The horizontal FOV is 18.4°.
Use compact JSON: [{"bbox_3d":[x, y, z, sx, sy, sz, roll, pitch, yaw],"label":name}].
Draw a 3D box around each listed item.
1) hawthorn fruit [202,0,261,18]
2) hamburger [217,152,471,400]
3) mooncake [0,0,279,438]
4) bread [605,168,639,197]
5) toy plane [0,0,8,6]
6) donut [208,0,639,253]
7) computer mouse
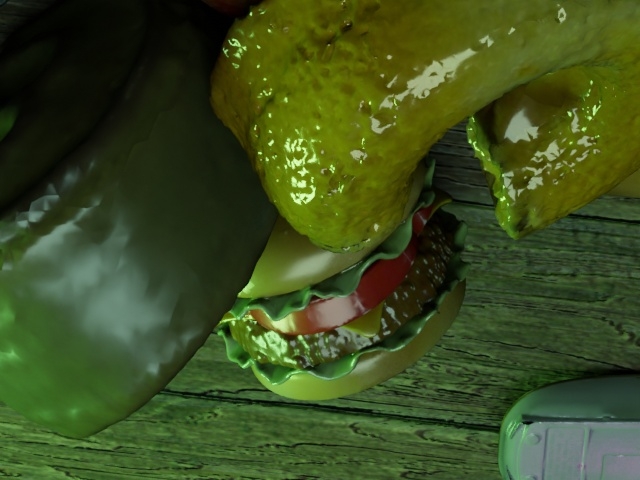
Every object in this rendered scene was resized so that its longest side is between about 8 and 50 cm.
[{"bbox_3d":[-0.036,-0.328,1.699,0.295,0.295,0.311,-12,104,11],"label":"hawthorn fruit"},{"bbox_3d":[0.000,0.000,1.937,0.274,0.274,0.212,-16,128,14],"label":"hamburger"},{"bbox_3d":[-0.214,-0.049,1.828,0.246,0.394,0.393,41,87,-27],"label":"mooncake"},{"bbox_3d":[0.286,-0.089,1.950,0.173,0.085,0.134,7,168,0],"label":"bread"},{"bbox_3d":[-0.292,-0.288,1.873,0.078,0.053,0.197,42,122,-15],"label":"toy plane"},{"bbox_3d":[0.151,-0.144,1.665,0.435,0.163,0.377,-3,147,-36],"label":"donut"},{"bbox_3d":[0.354,0.227,2.218,0.310,0.072,0.158,1,126,2],"label":"computer mouse"}]
